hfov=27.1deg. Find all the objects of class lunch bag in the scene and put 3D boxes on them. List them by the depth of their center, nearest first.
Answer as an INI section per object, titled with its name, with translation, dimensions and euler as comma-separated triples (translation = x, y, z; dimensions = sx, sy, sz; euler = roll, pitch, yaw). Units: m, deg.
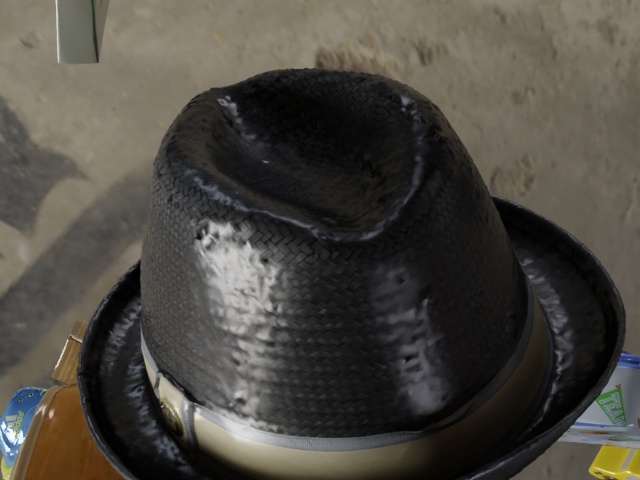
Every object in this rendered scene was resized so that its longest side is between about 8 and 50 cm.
[lunch bag]
translation = 0.354, 0.198, 1.671
dimensions = 0.243, 0.303, 0.114
euler = 1, 78, 33

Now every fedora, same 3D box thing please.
[fedora]
translation = 0.000, 0.000, 0.723
dimensions = 0.334, 0.152, 0.334
euler = -9, 31, 6

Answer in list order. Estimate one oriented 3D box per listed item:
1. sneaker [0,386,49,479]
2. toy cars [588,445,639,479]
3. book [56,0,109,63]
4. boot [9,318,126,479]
[sneaker]
translation = -0.343, 0.227, 1.759
dimensions = 0.240, 0.091, 0.126
euler = -36, 77, 10
[toy cars]
translation = 0.493, 0.391, 1.775
dimensions = 0.177, 0.087, 0.393
euler = -23, 52, 5
[book]
translation = -0.145, -0.179, 0.794
dimensions = 0.035, 0.096, 0.144
euler = -1, 33, -6
[boot]
translation = -0.154, 0.193, 1.172
dimensions = 0.211, 0.295, 0.104
euler = 23, 124, -7
